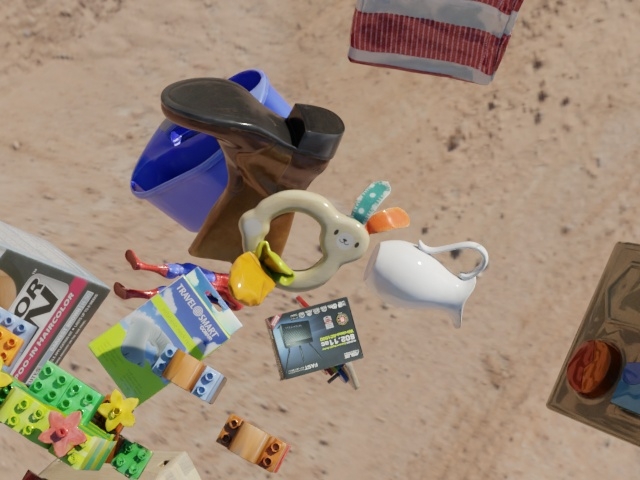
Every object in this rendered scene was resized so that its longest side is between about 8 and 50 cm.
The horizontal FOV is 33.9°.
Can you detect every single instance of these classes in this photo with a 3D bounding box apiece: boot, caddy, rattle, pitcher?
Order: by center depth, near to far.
[{"bbox_3d":[0.000,0.000,1.204,0.200,0.143,0.130,-8,88,9],"label":"rattle"},{"bbox_3d":[-0.133,-0.088,1.483,0.264,0.280,0.096,5,45,-29],"label":"boot"},{"bbox_3d":[-0.193,-0.164,1.832,0.179,0.341,0.241,42,47,-28],"label":"caddy"},{"bbox_3d":[0.203,0.057,2.012,0.207,0.125,0.177,22,110,-6],"label":"pitcher"}]

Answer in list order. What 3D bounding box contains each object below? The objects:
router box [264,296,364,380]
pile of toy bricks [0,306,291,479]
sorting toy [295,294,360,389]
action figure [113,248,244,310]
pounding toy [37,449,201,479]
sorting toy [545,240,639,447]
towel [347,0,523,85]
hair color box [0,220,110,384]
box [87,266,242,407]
[{"bbox_3d":[-0.009,0.139,1.487,0.122,0.038,0.092,-14,85,-15],"label":"router box"},{"bbox_3d":[-0.116,0.089,0.487,0.212,0.105,0.118,28,80,8],"label":"pile of toy bricks"},{"bbox_3d":[0.005,0.211,1.938,0.046,0.132,0.274,-38,148,-13],"label":"sorting toy"},{"bbox_3d":[-0.218,0.052,1.748,0.280,0.139,0.091,11,111,-39],"label":"action figure"},{"bbox_3d":[-0.144,0.238,0.726,0.094,0.206,0.181,-42,115,-44],"label":"pounding toy"},{"bbox_3d":[0.358,0.061,1.115,0.041,0.229,0.307,26,85,-22],"label":"sorting toy"},{"bbox_3d":[0.173,-0.351,1.511,0.237,0.329,0.037,9,57,-2],"label":"towel"},{"bbox_3d":[-0.381,0.057,1.001,0.185,0.113,0.374,-57,155,-1],"label":"hair color box"},{"bbox_3d":[-0.206,0.128,1.400,0.178,0.042,0.109,-37,92,-4],"label":"box"}]
